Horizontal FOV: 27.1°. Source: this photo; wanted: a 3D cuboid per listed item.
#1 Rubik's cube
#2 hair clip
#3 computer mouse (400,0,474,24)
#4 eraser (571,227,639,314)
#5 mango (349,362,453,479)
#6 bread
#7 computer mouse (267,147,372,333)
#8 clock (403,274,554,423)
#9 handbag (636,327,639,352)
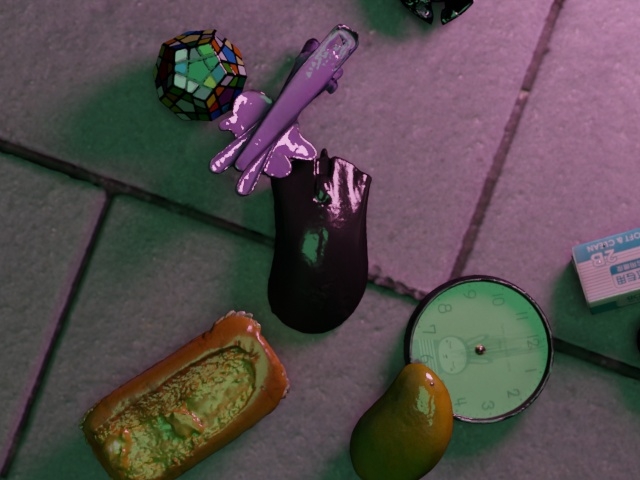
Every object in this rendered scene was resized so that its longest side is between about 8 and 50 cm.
[{"bbox_3d":[-0.167,-0.229,1.839,0.112,0.133,0.133,-33,91,25],"label":"Rubik's cube"},{"bbox_3d":[-0.044,-0.176,1.833,0.137,0.090,0.278,41,79,-11],"label":"hair clip"},{"bbox_3d":[0.166,-0.424,1.865,0.147,0.077,0.241,2,94,-1],"label":"computer mouse"},{"bbox_3d":[0.470,0.027,1.851,0.225,0.052,0.095,-16,60,9],"label":"eraser"},{"bbox_3d":[0.117,0.268,1.841,0.122,0.085,0.191,44,116,13],"label":"mango"},{"bbox_3d":[-0.182,0.227,1.839,0.288,0.119,0.152,-33,87,-1],"label":"bread"},{"bbox_3d":[0.000,0.000,1.862,0.147,0.088,0.264,0,87,-4],"label":"computer mouse"},{"bbox_3d":[0.227,0.156,1.885,0.215,0.042,0.215,0,90,-2],"label":"clock"},{"bbox_3d":[0.611,0.154,1.878,0.332,0.075,0.191,33,85,2],"label":"handbag"}]
